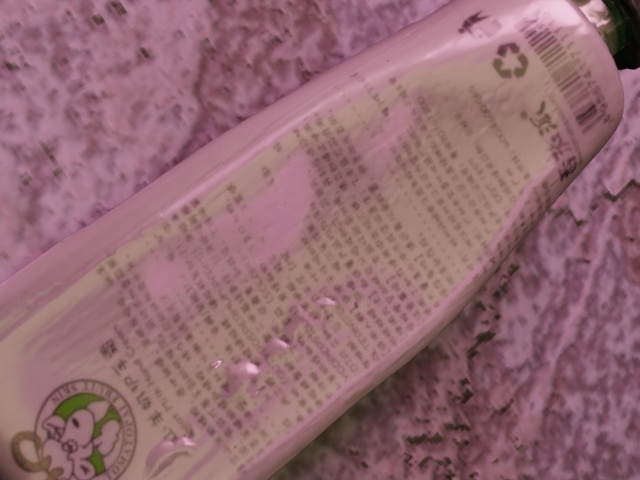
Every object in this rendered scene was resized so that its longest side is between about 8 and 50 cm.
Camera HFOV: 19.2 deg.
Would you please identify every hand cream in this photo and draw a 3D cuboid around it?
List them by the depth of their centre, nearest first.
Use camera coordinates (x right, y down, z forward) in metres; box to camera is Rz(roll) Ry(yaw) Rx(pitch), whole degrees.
[{"bbox_3d":[0.000,0.000,0.695,0.336,0.076,0.121,-39,103,-25],"label":"hand cream"}]
